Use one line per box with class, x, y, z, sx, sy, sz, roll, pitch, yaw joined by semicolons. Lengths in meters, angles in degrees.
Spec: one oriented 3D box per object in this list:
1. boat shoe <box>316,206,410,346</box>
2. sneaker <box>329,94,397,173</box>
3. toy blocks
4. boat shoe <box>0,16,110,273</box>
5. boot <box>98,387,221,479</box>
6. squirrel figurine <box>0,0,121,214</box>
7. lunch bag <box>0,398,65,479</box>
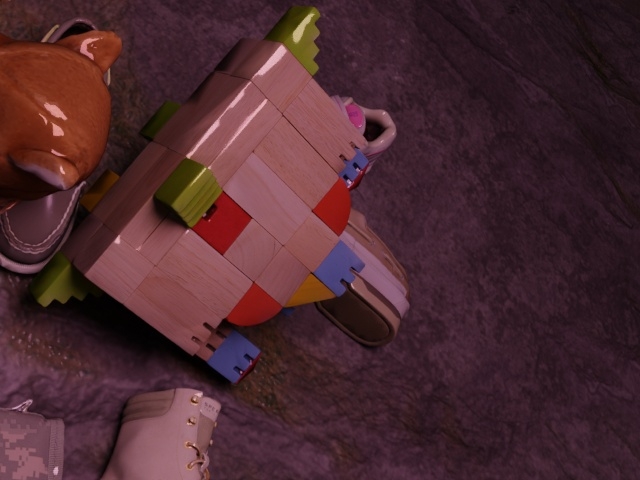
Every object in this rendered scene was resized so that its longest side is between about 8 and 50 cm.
boat shoe;0.000;0.000;1.045;0.302;0.113;0.103;49;45;-19
sneaker;0.002;-0.151;1.121;0.252;0.111;0.103;-9;71;-39
toy blocks;-0.071;-0.015;0.865;0.381;0.190;0.261;-51;123;-8
boat shoe;-0.295;-0.113;0.890;0.109;0.091;0.305;19;56;-28
boot;-0.117;0.227;0.785;0.077;0.213;0.165;75;23;-46
squirrel figurine;-0.351;-0.170;0.664;0.370;0.397;0.281;18;48;-11
lunch bag;-0.329;0.253;0.610;0.235;0.169;0.287;16;62;-30
